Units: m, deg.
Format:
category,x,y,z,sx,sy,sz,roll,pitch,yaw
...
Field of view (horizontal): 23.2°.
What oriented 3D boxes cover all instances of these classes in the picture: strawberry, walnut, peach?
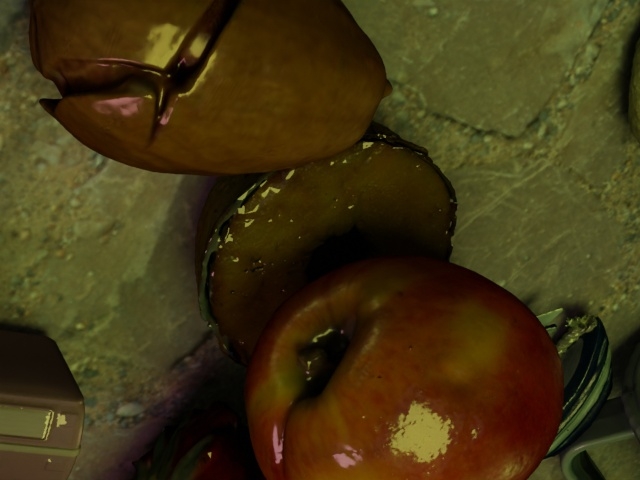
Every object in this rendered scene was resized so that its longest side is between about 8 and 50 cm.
category,x,y,z,sx,sy,sz,roll,pitch,yaw
strawberry,-0.066,0.331,1.504,0.310,0.292,0.292,37,101,-21
walnut,-0.072,-0.149,1.252,0.336,0.209,0.209,5,118,-36
peach,0.075,0.143,1.359,0.281,0.238,0.281,-18,125,-27

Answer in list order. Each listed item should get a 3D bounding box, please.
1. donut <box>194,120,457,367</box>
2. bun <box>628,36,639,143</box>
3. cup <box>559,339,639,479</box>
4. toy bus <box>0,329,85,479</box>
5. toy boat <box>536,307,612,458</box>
category,x,y,z,sx,sy,sz,roll,pitch,yaw
donut,0.000,0.000,1.439,0.272,0.107,0.272,-11,128,-14
bun,0.412,-0.152,1.506,0.220,0.134,0.220,-10,119,-17
cup,0.469,0.226,1.734,0.257,0.331,0.311,-57,132,-27
toy bus,-0.321,0.153,1.359,0.202,0.142,0.142,11,115,-31
toy boat,0.201,0.127,1.630,0.210,0.070,0.291,-34,125,-5
